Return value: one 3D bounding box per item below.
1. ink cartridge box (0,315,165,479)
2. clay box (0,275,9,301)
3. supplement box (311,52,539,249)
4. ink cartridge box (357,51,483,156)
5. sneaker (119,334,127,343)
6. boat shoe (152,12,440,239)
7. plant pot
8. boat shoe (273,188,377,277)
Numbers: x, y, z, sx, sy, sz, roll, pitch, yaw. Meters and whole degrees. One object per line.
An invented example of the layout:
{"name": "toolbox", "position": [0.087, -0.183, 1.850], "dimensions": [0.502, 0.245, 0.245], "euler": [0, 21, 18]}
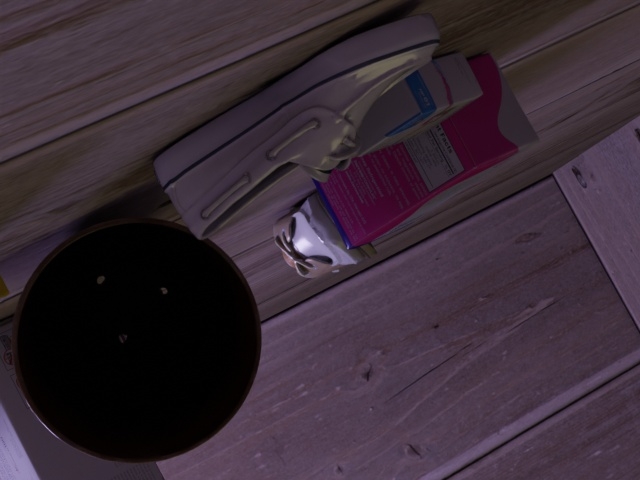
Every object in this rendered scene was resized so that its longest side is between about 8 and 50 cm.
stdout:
{"name": "ink cartridge box", "position": [-0.299, 0.249, 1.855], "dimensions": [0.130, 0.309, 0.272], "euler": [-26, 176, -28]}
{"name": "clay box", "position": [-0.356, 0.076, 1.230], "dimensions": [0.222, 0.053, 0.127], "euler": [-23, 173, -39]}
{"name": "supplement box", "position": [0.104, -0.092, 1.738], "dimensions": [0.111, 0.114, 0.220], "euler": [-23, 174, -43]}
{"name": "ink cartridge box", "position": [0.086, -0.131, 1.573], "dimensions": [0.088, 0.052, 0.122], "euler": [-32, 175, 36]}
{"name": "sneaker", "position": [-0.353, 0.184, 2.014], "dimensions": [0.299, 0.121, 0.112], "euler": [-28, 173, 5]}
{"name": "boat shoe", "position": [-0.008, -0.087, 1.300], "dimensions": [0.258, 0.084, 0.095], "euler": [-30, 175, 20]}
{"name": "plant pot", "position": [-0.175, 0.073, 1.532], "dimensions": [0.215, 0.215, 0.230], "euler": [-28, -170, -5]}
{"name": "boat shoe", "position": [0.000, 0.000, 2.117], "dimensions": [0.103, 0.113, 0.302], "euler": [-34, 176, 0]}
